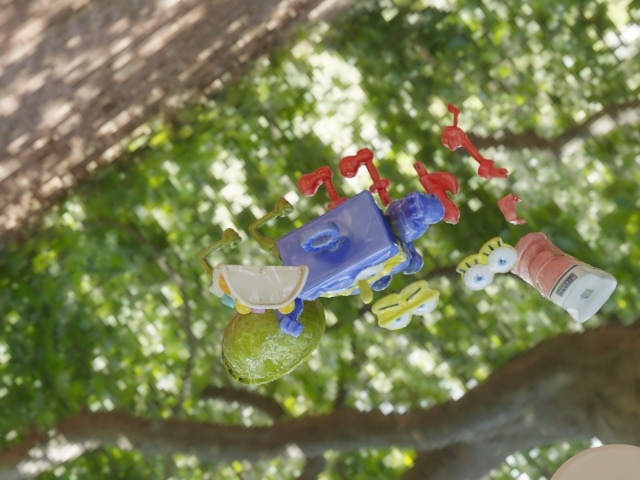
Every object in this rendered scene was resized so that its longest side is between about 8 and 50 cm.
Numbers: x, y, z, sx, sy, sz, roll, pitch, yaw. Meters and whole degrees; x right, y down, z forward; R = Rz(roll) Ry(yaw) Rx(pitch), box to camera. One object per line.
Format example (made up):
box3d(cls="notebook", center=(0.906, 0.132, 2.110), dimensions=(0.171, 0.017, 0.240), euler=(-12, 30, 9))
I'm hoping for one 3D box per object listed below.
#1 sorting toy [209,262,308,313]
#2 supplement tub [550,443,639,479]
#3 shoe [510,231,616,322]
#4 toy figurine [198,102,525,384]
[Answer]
box3d(cls="sorting toy", center=(-0.064, 0.045, 1.262), dimensions=(0.083, 0.044, 0.075), euler=(2, 175, -26))
box3d(cls="supplement tub", center=(0.413, 0.424, 1.896), dimensions=(0.191, 0.191, 0.272), euler=(-36, 134, -17))
box3d(cls="shoe", center=(0.261, 0.036, 1.508), dimensions=(0.063, 0.081, 0.178), euler=(-51, 157, 8))
box3d(cls="toy figurine", center=(0.000, 0.000, 1.370), dimensions=(0.363, 0.191, 0.217), euler=(-27, 165, 16))
